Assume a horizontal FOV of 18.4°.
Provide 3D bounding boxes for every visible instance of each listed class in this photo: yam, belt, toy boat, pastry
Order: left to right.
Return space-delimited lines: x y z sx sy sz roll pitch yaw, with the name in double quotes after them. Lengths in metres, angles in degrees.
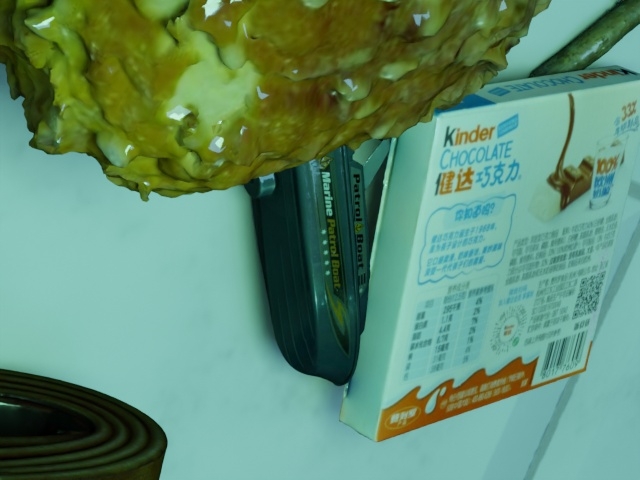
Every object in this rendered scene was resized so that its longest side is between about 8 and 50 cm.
-0.258 0.161 1.204 0.339 0.217 0.122 3 107 -37 "belt"
-0.025 -0.225 1.165 0.405 0.292 0.337 -26 141 -19 "pastry"
0.000 0.000 1.422 0.103 0.093 0.246 -18 120 -23 "toy boat"
0.254 -0.189 1.586 0.234 0.027 0.029 -39 102 -19 "yam"

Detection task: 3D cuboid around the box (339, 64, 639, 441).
0.140 0.004 1.529 0.273 0.048 0.265 -11 120 -45 "box"
